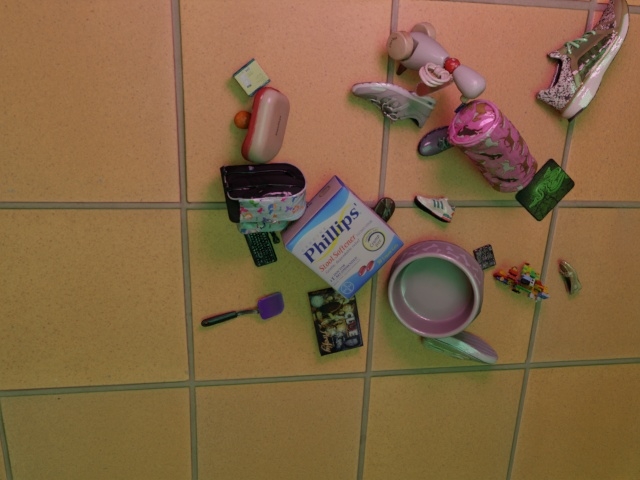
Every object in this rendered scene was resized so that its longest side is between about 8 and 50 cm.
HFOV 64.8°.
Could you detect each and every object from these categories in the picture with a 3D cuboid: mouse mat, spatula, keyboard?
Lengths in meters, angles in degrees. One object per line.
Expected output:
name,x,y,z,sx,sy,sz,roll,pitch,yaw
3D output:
mouse mat,0.811,-0.180,1.818,0.153,0.007,0.189,39,97,-17
spatula,-0.272,0.256,1.768,0.297,0.030,0.084,-14,111,-5
keyboard,-0.196,-0.004,1.705,0.108,0.023,0.180,-19,110,-3

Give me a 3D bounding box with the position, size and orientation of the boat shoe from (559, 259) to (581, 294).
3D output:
boat shoe,0.940,0.140,1.912,0.048,0.056,0.153,-36,116,-2

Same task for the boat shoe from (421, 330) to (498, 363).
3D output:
boat shoe,0.525,0.402,1.913,0.302,0.109,0.094,25,117,-6

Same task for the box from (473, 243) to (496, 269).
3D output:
box,0.604,0.063,1.853,0.067,0.018,0.083,-22,109,-2

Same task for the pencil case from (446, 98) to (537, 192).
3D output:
pencil case,0.545,-0.284,1.584,0.386,0.167,0.160,27,98,-45

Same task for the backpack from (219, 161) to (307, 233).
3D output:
backpack,-0.168,-0.141,1.565,0.254,0.225,0.191,-11,130,-10

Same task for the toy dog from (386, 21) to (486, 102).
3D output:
toy dog,0.327,-0.507,1.514,0.220,0.333,0.161,-8,145,-20

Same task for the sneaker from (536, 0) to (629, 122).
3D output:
sneaker,0.840,-0.605,1.631,0.182,0.158,0.410,23,98,3

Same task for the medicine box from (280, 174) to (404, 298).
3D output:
medicine box,0.065,-0.009,1.609,0.289,0.149,0.263,40,100,-23

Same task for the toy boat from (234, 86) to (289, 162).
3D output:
toy boat,-0.197,-0.357,1.549,0.151,0.151,0.231,17,99,21

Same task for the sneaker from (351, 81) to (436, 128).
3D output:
sneaker,0.229,-0.430,1.596,0.281,0.105,0.115,12,105,-13

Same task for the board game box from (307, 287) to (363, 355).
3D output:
board game box,0.057,0.287,1.823,0.165,0.042,0.243,-13,109,-5

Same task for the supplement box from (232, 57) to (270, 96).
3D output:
supplement box,-0.209,-0.494,1.533,0.083,0.056,0.083,-37,109,4

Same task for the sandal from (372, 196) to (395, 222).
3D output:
sandal,0.171,-0.057,1.727,0.090,0.060,0.219,31,96,-20

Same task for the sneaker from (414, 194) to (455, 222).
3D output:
sneaker,0.399,-0.127,1.750,0.161,0.057,0.075,30,83,-15

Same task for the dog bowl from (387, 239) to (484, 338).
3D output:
dog bowl,0.391,0.178,1.737,0.349,0.102,0.348,5,105,20

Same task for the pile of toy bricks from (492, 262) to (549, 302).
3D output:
pile of toy bricks,0.762,0.135,1.867,0.212,0.118,0.105,26,69,-6

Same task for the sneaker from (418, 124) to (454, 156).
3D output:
sneaker,0.432,-0.342,1.659,0.224,0.098,0.083,-27,109,0
